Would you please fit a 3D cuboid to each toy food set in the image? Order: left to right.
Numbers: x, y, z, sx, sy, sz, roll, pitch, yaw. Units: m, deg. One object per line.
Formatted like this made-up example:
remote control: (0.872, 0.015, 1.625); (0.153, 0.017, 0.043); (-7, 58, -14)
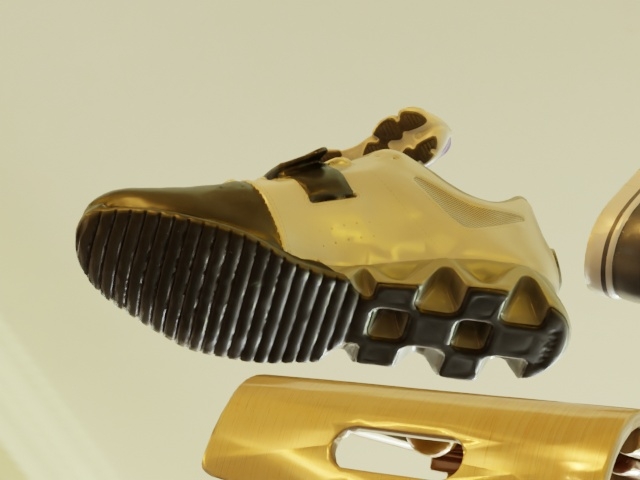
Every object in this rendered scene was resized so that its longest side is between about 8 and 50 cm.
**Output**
toy food set: (0.110, 0.144, 0.945); (0.219, 0.092, 0.306); (2, -13, 33)

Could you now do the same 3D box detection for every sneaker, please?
sneaker: (0.000, 0.000, 1.158); (0.330, 0.146, 0.122); (11, -43, -13)
sneaker: (0.036, -0.049, 1.421); (0.170, 0.068, 0.071); (-25, -13, 16)
sneaker: (0.366, -0.055, 1.558); (0.127, 0.321, 0.126); (16, -36, 32)
